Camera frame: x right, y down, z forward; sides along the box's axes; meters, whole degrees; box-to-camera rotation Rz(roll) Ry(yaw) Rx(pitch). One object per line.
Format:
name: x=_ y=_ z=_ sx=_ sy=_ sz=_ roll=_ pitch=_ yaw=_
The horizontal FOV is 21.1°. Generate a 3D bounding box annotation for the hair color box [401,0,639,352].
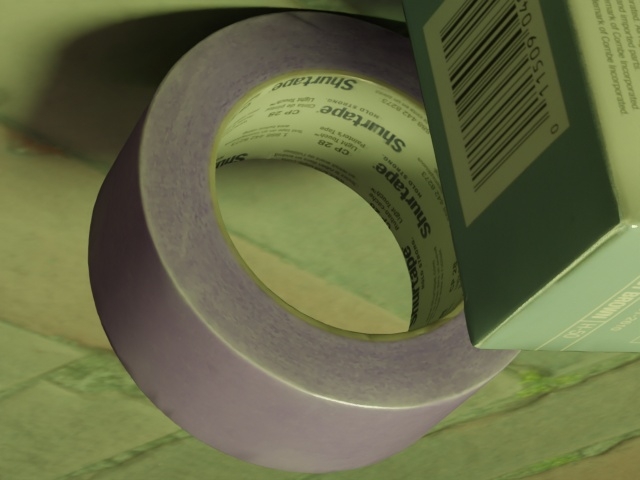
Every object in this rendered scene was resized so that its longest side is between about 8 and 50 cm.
hair color box: x=0.230 y=-0.053 z=0.719 sx=0.375 sy=0.185 sz=0.113 roll=3 pitch=152 yaw=-25

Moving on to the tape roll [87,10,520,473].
tape roll: x=0.000 y=0.000 z=0.748 sx=0.189 sy=0.189 sz=0.080 roll=2 pitch=153 yaw=-23
